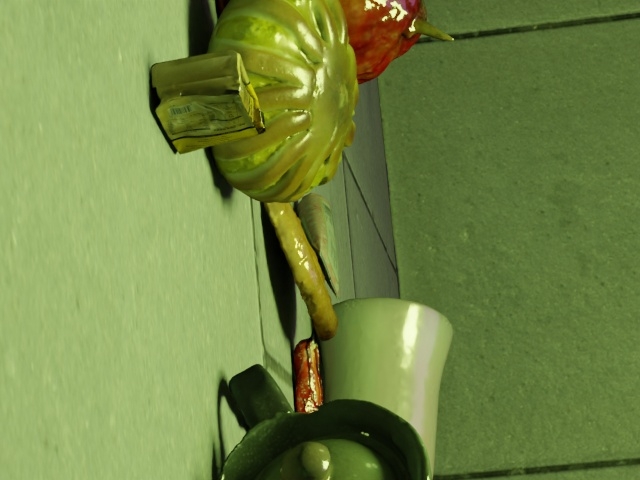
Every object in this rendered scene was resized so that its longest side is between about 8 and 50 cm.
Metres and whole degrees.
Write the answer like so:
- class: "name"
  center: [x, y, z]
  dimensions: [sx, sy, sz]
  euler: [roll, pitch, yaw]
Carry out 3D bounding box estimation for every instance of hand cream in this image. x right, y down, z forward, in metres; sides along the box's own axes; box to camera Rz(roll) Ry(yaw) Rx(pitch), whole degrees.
- class: "hand cream"
  center: [0.000, 0.000, 1.943]
  dimensions: [0.209, 0.043, 0.067]
  euler: [-103, 174, -65]

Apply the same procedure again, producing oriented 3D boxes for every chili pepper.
- class: "chili pepper"
  center: [-0.013, 0.181, 1.822]
  dimensions: [0.045, 0.027, 0.178]
  euler: [57, 27, -67]

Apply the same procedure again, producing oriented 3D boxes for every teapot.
- class: "teapot"
  center: [0.027, 0.224, 1.347]
  dimensions: [0.285, 0.223, 0.305]
  euler: [67, 19, -44]

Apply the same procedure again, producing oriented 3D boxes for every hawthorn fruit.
- class: "hawthorn fruit"
  center: [0.010, -0.231, 1.633]
  dimensions: [0.189, 0.251, 0.189]
  euler: [-42, 140, -50]

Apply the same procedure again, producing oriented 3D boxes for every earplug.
- class: "earplug"
  center: [0.071, 0.238, 1.994]
  dimensions: [0.172, 0.172, 0.301]
  euler: [73, 18, -59]

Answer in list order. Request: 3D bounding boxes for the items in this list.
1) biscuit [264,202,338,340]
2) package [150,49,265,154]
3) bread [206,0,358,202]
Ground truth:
- class: "biscuit"
  center: [-0.014, 0.035, 1.806]
  dimensions: [0.224, 0.033, 0.144]
  euler: [68, 0, -62]
- class: "package"
  center: [-0.084, -0.098, 1.287]
  dimensions: [0.131, 0.071, 0.047]
  euler: [71, 8, -70]
- class: "bread"
  center: [-0.029, -0.134, 1.491]
  dimensions: [0.213, 0.105, 0.213]
  euler: [-41, 137, -53]
